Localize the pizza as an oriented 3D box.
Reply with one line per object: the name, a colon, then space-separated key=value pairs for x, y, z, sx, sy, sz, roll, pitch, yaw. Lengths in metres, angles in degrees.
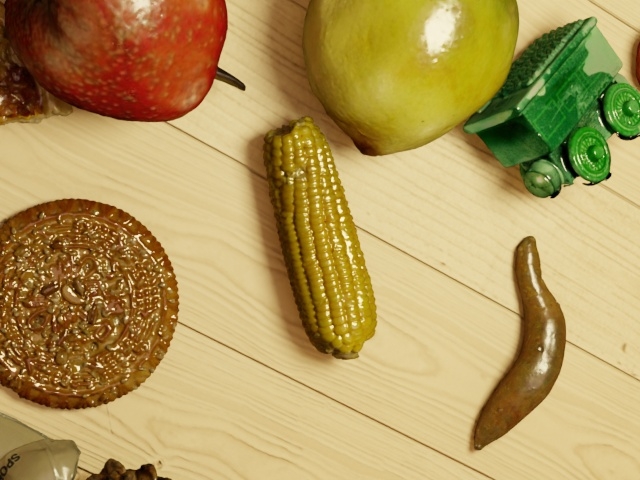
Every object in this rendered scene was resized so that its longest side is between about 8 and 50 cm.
pizza: x=-0.489 y=-0.227 z=1.618 sx=0.289 sy=0.081 sz=0.229 roll=44 pitch=81 yaw=-14

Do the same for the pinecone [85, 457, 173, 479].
pinecone: x=-0.264 y=0.442 z=1.634 sx=0.243 sy=0.243 sz=0.257 roll=-31 pitch=104 yaw=-12

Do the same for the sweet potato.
sweet potato: x=0.327 y=0.168 z=1.861 sx=0.108 sy=0.079 sz=0.346 roll=13 pitch=86 yaw=-3

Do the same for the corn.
corn: x=0.000 y=0.000 z=1.744 sx=0.120 sy=0.120 sz=0.363 roll=-14 pitch=96 yaw=-14

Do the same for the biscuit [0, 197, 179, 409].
biscuit: x=-0.347 y=0.091 z=1.692 sx=0.305 sy=0.038 sz=0.305 roll=-1 pitch=92 yaw=-15

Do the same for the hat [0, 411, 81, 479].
hat: x=-0.433 y=0.315 z=1.648 sx=0.175 sy=0.085 sz=0.147 roll=31 pitch=83 yaw=-7

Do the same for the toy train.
toy train: x=0.365 y=-0.187 z=1.800 sx=0.202 sy=0.145 sz=0.266 roll=49 pitch=61 yaw=-15

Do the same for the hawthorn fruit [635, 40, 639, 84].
hawthorn fruit: x=0.554 y=-0.286 z=1.890 sx=0.125 sy=0.140 sz=0.125 roll=-23 pitch=134 yaw=-26

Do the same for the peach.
peach: x=0.128 y=-0.287 z=1.684 sx=0.315 sy=0.281 sz=0.314 roll=-41 pitch=108 yaw=-1

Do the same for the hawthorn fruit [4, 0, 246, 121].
hawthorn fruit: x=-0.235 y=-0.286 z=1.587 sx=0.369 sy=0.285 sz=0.284 roll=32 pitch=83 yaw=-34
